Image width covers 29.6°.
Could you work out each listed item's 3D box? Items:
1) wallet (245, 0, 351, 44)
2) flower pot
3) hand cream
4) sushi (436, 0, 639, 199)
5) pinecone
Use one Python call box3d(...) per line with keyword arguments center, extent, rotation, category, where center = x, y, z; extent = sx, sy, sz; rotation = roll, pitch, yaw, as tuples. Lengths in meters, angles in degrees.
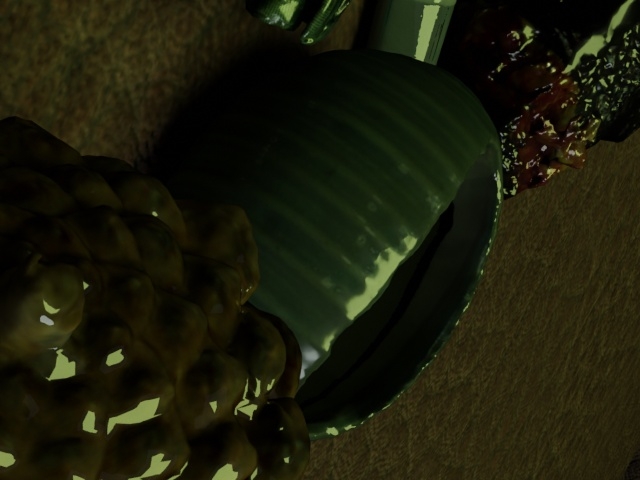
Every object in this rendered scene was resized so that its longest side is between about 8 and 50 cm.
box3d(center=(0.029, -0.217, 0.605), extent=(0.160, 0.055, 0.236), rotation=(-79, -168, -77), category="wallet")
box3d(center=(0.000, 0.000, 0.688), extent=(0.243, 0.157, 0.189), rotation=(-53, 153, -21), category="flower pot")
box3d(center=(0.072, -0.191, 0.767), extent=(0.079, 0.048, 0.255), rotation=(-23, 131, -59), category="hand cream")
box3d(center=(0.143, -0.115, 0.860), extent=(0.150, 0.153, 0.172), rotation=(-39, 172, -6), category="sushi")
box3d(center=(-0.137, 0.084, 0.451), extent=(0.257, 0.243, 0.243), rotation=(-50, 159, 22), category="pinecone")
